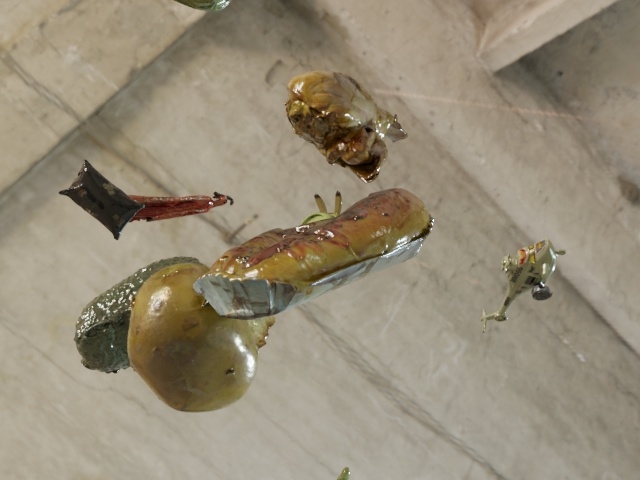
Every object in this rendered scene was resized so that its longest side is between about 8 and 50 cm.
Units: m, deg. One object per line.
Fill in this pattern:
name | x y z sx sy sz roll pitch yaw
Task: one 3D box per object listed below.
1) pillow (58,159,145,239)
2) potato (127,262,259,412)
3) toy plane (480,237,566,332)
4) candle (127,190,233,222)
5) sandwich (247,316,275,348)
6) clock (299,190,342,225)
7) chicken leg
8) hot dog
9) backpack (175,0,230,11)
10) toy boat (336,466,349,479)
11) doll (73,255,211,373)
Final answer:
pillow | -0.434 -0.080 1.511 0.150 0.048 0.090 39 -60 -6
potato | -0.141 0.114 0.842 0.137 0.137 0.175 -11 -71 49
toy plane | 0.396 0.091 1.531 0.108 0.092 0.286 9 -39 -3
candle | -0.363 -0.086 1.857 0.302 0.059 0.084 -6 -27 -9
sandwich | -0.174 0.130 1.196 0.108 0.186 0.220 63 -9 -11
clock | 0.000 0.000 1.793 0.069 0.231 0.170 22 -16 -35
chicken leg | 0.094 -0.256 1.842 0.182 0.409 0.295 -42 -117 26
hot dog | -0.003 0.012 0.801 0.163 0.270 0.081 -12 -83 54
backpack | -0.311 -0.661 1.812 0.253 0.207 0.140 29 -20 -7
toy boat | 0.069 0.520 1.316 0.099 0.108 0.292 -25 -74 13
doll | -0.376 0.177 1.710 0.247 0.350 0.247 49 -30 40
